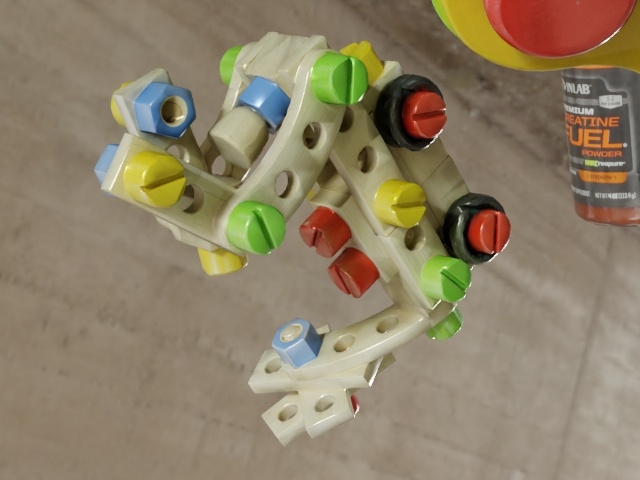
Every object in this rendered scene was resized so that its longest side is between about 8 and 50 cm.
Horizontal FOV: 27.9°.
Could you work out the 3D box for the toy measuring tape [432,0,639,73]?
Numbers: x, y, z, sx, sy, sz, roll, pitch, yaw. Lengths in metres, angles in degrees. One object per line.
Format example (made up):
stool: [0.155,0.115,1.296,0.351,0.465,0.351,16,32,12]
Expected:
toy measuring tape: [0.124,-0.097,0.640,0.121,0.121,0.330,9,142,33]

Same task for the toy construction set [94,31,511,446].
toy construction set: [0.000,0.000,0.833,0.151,0.215,0.328,25,152,38]

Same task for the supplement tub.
supplement tub: [0.248,-0.117,1.038,0.106,0.198,0.106,-8,-166,2]
